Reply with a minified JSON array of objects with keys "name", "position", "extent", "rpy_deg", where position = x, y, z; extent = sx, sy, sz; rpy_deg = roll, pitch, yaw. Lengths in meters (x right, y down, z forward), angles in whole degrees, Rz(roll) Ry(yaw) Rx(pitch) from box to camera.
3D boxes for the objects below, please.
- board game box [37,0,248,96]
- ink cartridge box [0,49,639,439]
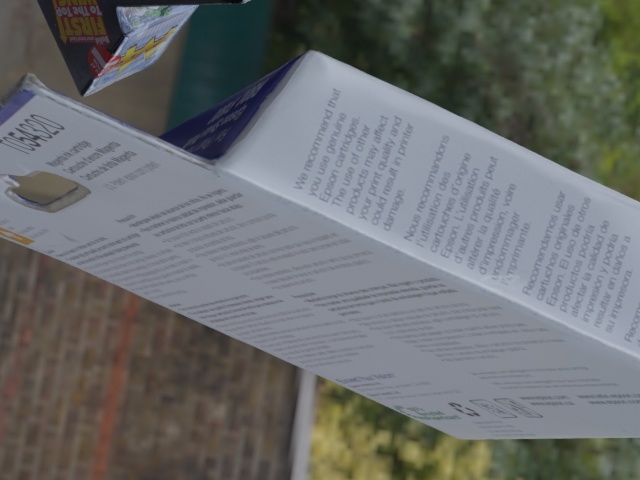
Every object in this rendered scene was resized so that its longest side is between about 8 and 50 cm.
[{"name":"board game box","position":[-0.095,-0.170,0.960],"extent":[0.060,0.194,0.194],"rpy_deg":[-31,115,-38]},{"name":"ink cartridge box","position":[0.000,0.000,0.847],"extent":[0.071,0.330,0.324],"rpy_deg":[-68,-163,-13]}]
